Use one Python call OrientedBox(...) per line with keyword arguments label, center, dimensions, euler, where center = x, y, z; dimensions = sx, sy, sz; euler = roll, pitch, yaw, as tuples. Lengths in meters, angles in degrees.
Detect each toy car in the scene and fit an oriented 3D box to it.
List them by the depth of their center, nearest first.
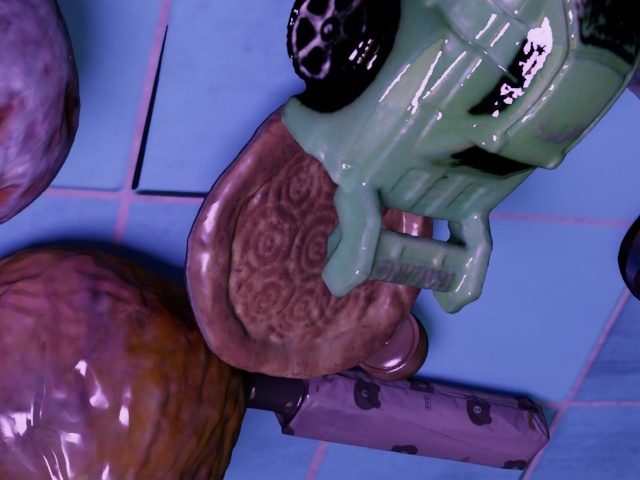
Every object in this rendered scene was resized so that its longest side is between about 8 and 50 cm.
OrientedBox(label="toy car", center=(0.125, -0.131, 0.948), dimensions=(0.213, 0.176, 0.358), euler=(14, 128, -45))

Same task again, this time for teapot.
OrientedBox(label="teapot", center=(0.043, 0.083, 1.244), dimensions=(0.110, 0.085, 0.080), euler=(2, 163, 19))

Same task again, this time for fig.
OrientedBox(label="fig", center=(-0.200, 0.191, 1.053), dimensions=(0.286, 0.368, 0.286), euler=(-2, 130, -2))

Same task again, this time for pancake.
OrientedBox(label="pancake", center=(0.000, 0.000, 1.083), dimensions=(0.250, 0.031, 0.250), euler=(-18, 120, -33))

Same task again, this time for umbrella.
OrientedBox(label="umbrella", center=(0.071, 0.164, 1.309), dimensions=(0.337, 0.067, 0.073), euler=(12, 114, -27))

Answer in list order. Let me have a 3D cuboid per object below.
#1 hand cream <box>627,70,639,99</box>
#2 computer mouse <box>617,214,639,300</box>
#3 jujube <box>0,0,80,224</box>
OrientedBox(label="hand cream", center=(0.297, -0.129, 1.112), dimensions=(0.075, 0.052, 0.248), euler=(-42, 130, 21))
OrientedBox(label="computer mouse", center=(0.382, -0.003, 1.226), dimensions=(0.233, 0.096, 0.137), euler=(-37, 131, 19))
OrientedBox(label="jujube", center=(-0.301, -0.085, 0.856), dimensions=(0.308, 0.215, 0.246), euler=(-23, 135, 3))
